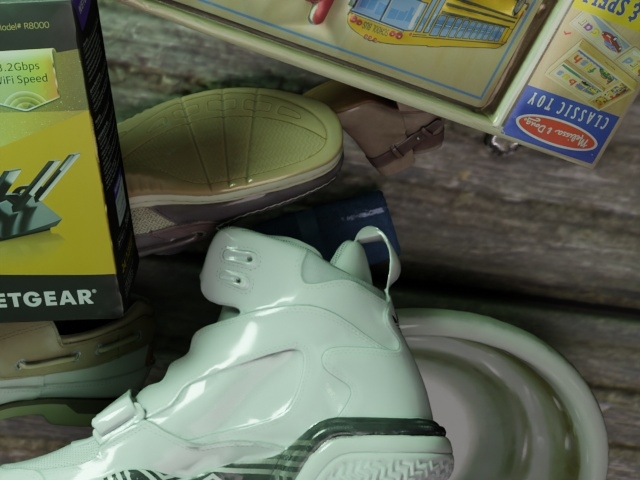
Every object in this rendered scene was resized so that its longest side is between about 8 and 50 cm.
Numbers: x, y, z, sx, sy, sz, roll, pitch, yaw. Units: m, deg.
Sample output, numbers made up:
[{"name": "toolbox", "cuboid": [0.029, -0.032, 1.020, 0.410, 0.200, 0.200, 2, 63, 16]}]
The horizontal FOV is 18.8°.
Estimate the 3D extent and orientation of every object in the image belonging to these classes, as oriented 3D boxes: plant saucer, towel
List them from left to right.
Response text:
[{"name": "towel", "cuboid": [0.000, 0.000, 1.535, 0.119, 0.029, 0.067, -15, 130, 0]}, {"name": "plant saucer", "cuboid": [0.041, 0.192, 1.650, 0.400, 0.100, 0.400, -7, 129, -8]}]

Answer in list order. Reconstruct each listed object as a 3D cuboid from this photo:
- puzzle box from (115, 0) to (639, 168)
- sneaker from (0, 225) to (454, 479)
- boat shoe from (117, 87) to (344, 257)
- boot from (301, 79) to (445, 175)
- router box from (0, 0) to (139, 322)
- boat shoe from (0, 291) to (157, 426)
[{"name": "puzzle box", "cuboid": [0.082, -0.225, 1.344, 0.409, 0.052, 0.272, 16, 116, -24]}, {"name": "sneaker", "cuboid": [-0.095, 0.111, 1.435, 0.366, 0.210, 0.137, -10, 170, 4]}, {"name": "boat shoe", "cuboid": [-0.117, -0.037, 1.437, 0.285, 0.103, 0.092, -13, 139, 5]}, {"name": "boot", "cuboid": [0.038, -0.085, 1.470, 0.118, 0.042, 0.087, -18, 132, 2]}, {"name": "router box", "cuboid": [-0.293, -0.061, 1.322, 0.309, 0.081, 0.243, -3, 120, 6]}, {"name": "boat shoe", "cuboid": [-0.250, 0.077, 1.457, 0.302, 0.113, 0.103, 4, 110, -50]}]
